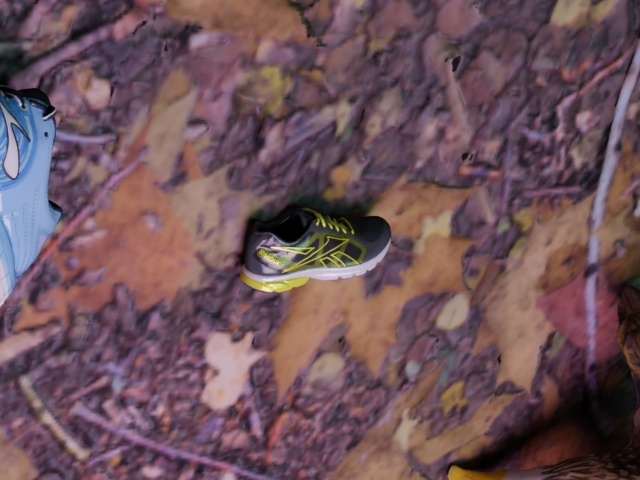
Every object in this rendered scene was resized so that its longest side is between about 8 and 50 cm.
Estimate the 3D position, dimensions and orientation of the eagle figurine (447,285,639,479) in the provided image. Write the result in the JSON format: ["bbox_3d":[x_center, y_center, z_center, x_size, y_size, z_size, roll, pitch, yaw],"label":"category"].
[{"bbox_3d":[0.175,0.186,1.052,0.226,0.225,0.298,-9,114,-47],"label":"eagle figurine"}]

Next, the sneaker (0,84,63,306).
[{"bbox_3d":[-0.144,-0.049,0.723,0.073,0.063,0.162,-45,144,-31],"label":"sneaker"}]

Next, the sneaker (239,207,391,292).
[{"bbox_3d":[0.000,0.000,0.883,0.083,0.031,0.035,-19,128,-29],"label":"sneaker"}]
